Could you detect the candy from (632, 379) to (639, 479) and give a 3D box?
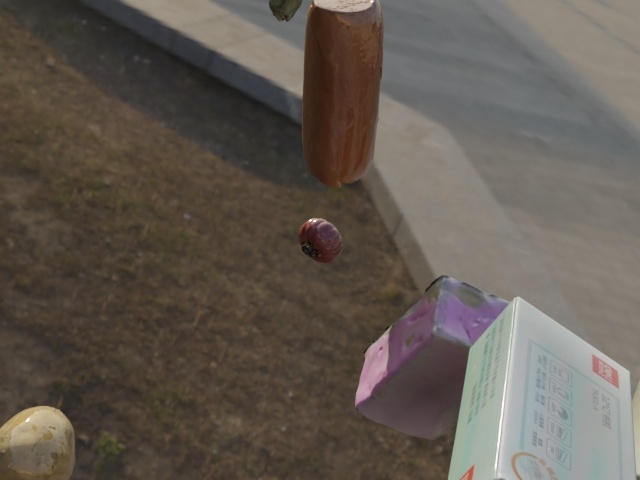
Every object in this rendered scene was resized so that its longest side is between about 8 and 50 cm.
[{"bbox_3d":[0.643,0.273,1.823,0.208,0.358,0.145,27,-13,-11],"label":"candy"}]

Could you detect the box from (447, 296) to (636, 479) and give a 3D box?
[{"bbox_3d":[0.180,0.166,0.890,0.135,0.079,0.269,33,30,-6],"label":"box"}]

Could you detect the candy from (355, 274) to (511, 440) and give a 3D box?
[{"bbox_3d":[0.171,0.171,1.562,0.155,0.265,0.116,24,50,-12],"label":"candy"}]

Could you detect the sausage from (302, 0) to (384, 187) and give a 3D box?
[{"bbox_3d":[0.032,-0.226,1.667,0.121,0.304,0.121,2,31,-1],"label":"sausage"}]

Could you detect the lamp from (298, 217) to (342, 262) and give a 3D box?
[{"bbox_3d":[0.000,0.000,2.448,0.107,0.107,0.092,37,57,25],"label":"lamp"}]

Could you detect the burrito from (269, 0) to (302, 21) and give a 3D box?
[{"bbox_3d":[-0.027,-0.358,1.436,0.045,0.188,0.058,9,52,-23],"label":"burrito"}]

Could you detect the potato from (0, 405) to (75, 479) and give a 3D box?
[{"bbox_3d":[-0.375,0.274,1.426,0.112,0.112,0.147,22,11,-4],"label":"potato"}]
